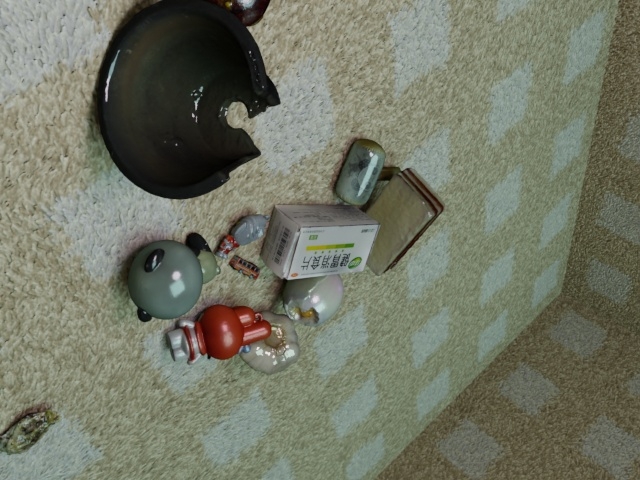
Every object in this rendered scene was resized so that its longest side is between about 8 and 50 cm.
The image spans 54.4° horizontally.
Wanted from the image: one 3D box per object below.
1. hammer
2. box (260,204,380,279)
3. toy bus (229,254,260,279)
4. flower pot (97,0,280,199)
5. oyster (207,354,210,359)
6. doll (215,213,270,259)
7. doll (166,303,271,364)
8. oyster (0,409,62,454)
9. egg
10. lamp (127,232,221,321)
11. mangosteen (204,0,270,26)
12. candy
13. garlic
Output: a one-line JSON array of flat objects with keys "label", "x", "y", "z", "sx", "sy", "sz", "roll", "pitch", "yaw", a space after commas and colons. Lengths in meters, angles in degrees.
[{"label": "hammer", "x": 0.174, "y": -0.207, "z": 1.948, "sx": 0.305, "sy": 0.113, "sz": 0.202, "roll": -3, "pitch": 123, "yaw": -56}, {"label": "box", "x": -0.002, "y": 0.000, "z": 1.841, "sx": 0.332, "sy": 0.145, "sz": 0.173, "roll": -3, "pitch": 119, "yaw": -42}, {"label": "toy bus", "x": -0.215, "y": 0.077, "z": 1.777, "sx": 0.110, "sy": 0.031, "sz": 0.043, "roll": 35, "pitch": 83, "yaw": -53}, {"label": "flower pot", "x": -0.239, "y": -0.279, "z": 1.279, "sx": 0.380, "sy": 0.379, "sz": 0.251, "roll": -66, "pitch": 163, "yaw": 14}, {"label": "oyster", "x": -0.305, "y": 0.283, "z": 1.833, "sx": 0.086, "sy": 0.029, "sz": 0.132, "roll": -17, "pitch": 123, "yaw": -38}, {"label": "doll", "x": -0.211, "y": -0.014, "z": 1.681, "sx": 0.180, "sy": 0.079, "sz": 0.094, "roll": -40, "pitch": 158, "yaw": 1}, {"label": "doll", "x": -0.279, "y": 0.258, "z": 1.746, "sx": 0.290, "sy": 0.130, "sz": 0.161, "roll": -14, "pitch": 99, "yaw": -22}, {"label": "oyster", "x": -0.707, "y": 0.462, "z": 1.510, "sx": 0.166, "sy": 0.053, "sz": 0.108, "roll": -50, "pitch": 133, "yaw": 4}, {"label": "egg", "x": -0.016, "y": 0.154, "z": 1.932, "sx": 0.183, "sy": 0.183, "sz": 0.217, "roll": 78, "pitch": 31, "yaw": -45}, {"label": "lamp", "x": -0.356, "y": 0.085, "z": 1.518, "sx": 0.244, "sy": 0.197, "sz": 0.198, "roll": -36, "pitch": 145, "yaw": -61}, {"label": "mangosteen", "x": -0.173, "y": -0.519, "z": 1.274, "sx": 0.184, "sy": 0.172, "sz": 0.173, "roll": -48, "pitch": 152, "yaw": -56}, {"label": "candy", "x": 0.236, "y": -0.058, "z": 1.966, "sx": 0.135, "sy": 0.179, "sz": 0.321, "roll": -27, "pitch": 159, "yaw": -51}, {"label": "garlic", "x": -0.173, "y": 0.335, "z": 1.942, "sx": 0.199, "sy": 0.199, "sz": 0.226, "roll": -27, "pitch": 166, "yaw": -33}]
